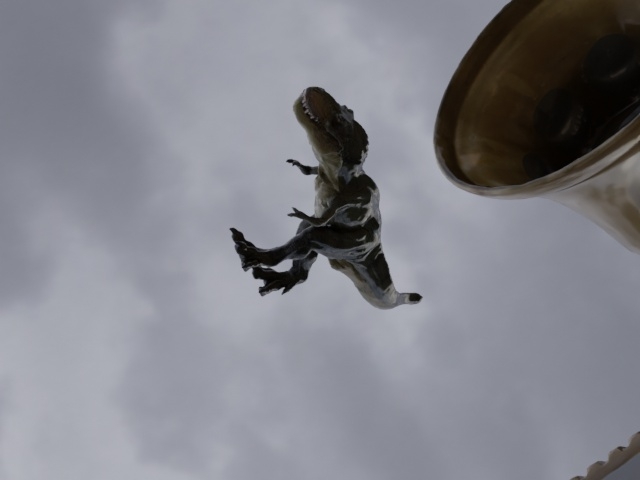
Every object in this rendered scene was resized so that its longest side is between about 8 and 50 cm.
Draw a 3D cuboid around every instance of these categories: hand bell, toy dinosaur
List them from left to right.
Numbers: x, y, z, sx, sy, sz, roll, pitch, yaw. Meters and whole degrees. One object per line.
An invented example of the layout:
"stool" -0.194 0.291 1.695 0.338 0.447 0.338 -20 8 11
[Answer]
"toy dinosaur" 0.000 0.000 1.417 0.268 0.118 0.064 68 -178 -53
"hand bell" 0.167 0.004 0.735 0.242 0.126 0.126 42 -119 -28

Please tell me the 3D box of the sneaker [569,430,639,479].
"sneaker" 0.129 0.142 0.589 0.099 0.282 0.153 11 -137 -49
